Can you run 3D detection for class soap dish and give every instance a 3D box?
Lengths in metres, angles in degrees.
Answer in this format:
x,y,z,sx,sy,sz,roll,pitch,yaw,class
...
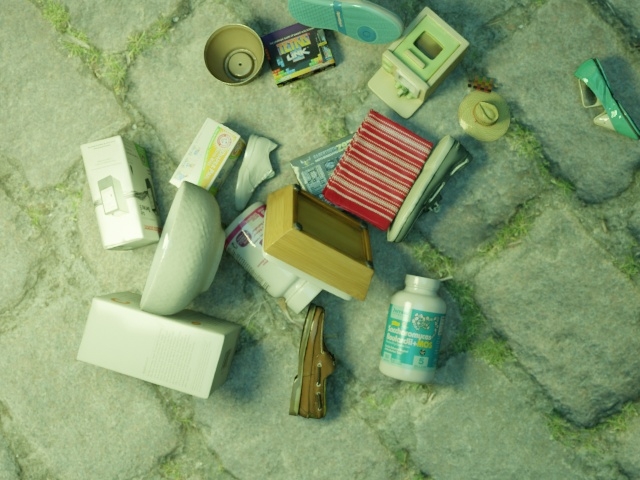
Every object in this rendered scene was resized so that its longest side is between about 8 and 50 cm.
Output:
x,y,z,sx,sy,sz,roll,pitch,yaw,class
0.000,0.000,1.633,0.291,0.228,0.118,28,123,-21,soap dish

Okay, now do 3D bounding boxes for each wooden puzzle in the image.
x,y,z,sx,sy,sz,roll,pitch,yaw,class
0.435,-0.419,1.760,0.083,0.006,0.049,16,64,5,wooden puzzle

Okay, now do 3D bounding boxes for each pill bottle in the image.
x,y,z,sx,sy,sz,roll,pitch,yaw,class
-0.112,0.048,1.720,0.283,0.160,0.160,44,92,4,pill bottle
0.242,0.223,1.695,0.146,0.146,0.264,9,89,5,pill bottle

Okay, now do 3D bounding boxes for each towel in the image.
x,y,z,sx,sy,sz,roll,pitch,yaw,class
0.149,-0.183,1.711,0.199,0.031,0.274,30,84,-4,towel

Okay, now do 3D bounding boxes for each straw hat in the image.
x,y,z,sx,sy,sz,roll,pitch,yaw,class
0.440,-0.337,1.740,0.145,0.061,0.144,0,89,5,straw hat

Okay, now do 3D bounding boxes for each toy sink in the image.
x,y,z,sx,sy,sz,roll,pitch,yaw,class
0.251,-0.460,1.722,0.153,0.131,0.234,43,92,5,toy sink

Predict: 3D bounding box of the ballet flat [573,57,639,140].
x,y,z,sx,sy,sz,roll,pitch,yaw,class
0.740,-0.354,1.718,0.087,0.083,0.247,-31,86,27,ballet flat

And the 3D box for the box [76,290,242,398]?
x,y,z,sx,sy,sz,roll,pitch,yaw,class
-0.408,0.263,1.708,0.346,0.215,0.168,16,91,5,box

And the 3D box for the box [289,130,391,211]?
x,y,z,sx,sy,sz,roll,pitch,yaw,class
0.057,-0.174,1.764,0.233,0.059,0.183,-24,89,3,box

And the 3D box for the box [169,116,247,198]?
x,y,z,sx,sy,sz,roll,pitch,yaw,class
-0.298,-0.211,1.766,0.103,0.114,0.203,31,90,4,box

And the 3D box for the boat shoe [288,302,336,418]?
x,y,z,sx,sy,sz,roll,pitch,yaw,class
-0.009,0.319,1.739,0.105,0.111,0.307,9,99,1,boat shoe

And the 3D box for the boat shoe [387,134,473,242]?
x,y,z,sx,sy,sz,roll,pitch,yaw,class
0.287,-0.119,1.719,0.099,0.116,0.319,31,88,-11,boat shoe

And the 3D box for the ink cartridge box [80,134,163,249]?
x,y,z,sx,sy,sz,roll,pitch,yaw,class
-0.516,-0.118,1.736,0.115,0.198,0.272,-14,88,3,ink cartridge box

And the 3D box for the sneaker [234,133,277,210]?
x,y,z,sx,sy,sz,roll,pitch,yaw,class
-0.173,-0.176,1.779,0.094,0.080,0.212,15,88,-7,sneaker

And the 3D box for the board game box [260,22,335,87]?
x,y,z,sx,sy,sz,roll,pitch,yaw,class
-0.061,-0.513,1.790,0.170,0.048,0.141,-20,88,3,board game box

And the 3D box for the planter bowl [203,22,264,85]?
x,y,z,sx,sy,sz,roll,pitch,yaw,class
-0.224,-0.486,1.770,0.162,0.109,0.162,0,88,4,planter bowl

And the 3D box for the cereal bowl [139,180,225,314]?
x,y,z,sx,sy,sz,roll,pitch,yaw,class
-0.326,0.030,1.620,0.141,0.339,0.338,19,90,-17,cereal bowl

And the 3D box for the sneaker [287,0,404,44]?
x,y,z,sx,sy,sz,roll,pitch,yaw,class
0.095,-0.637,1.705,0.319,0.127,0.208,22,64,16,sneaker
